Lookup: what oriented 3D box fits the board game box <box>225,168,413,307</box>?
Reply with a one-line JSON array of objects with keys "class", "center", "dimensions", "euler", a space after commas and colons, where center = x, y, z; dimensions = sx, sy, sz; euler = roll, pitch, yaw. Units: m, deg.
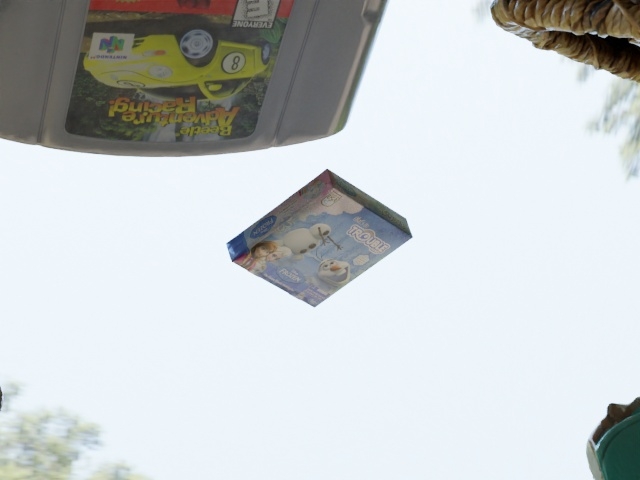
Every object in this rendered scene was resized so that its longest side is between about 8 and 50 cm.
[{"class": "board game box", "center": [0.000, 0.000, 1.238], "dimensions": [0.090, 0.090, 0.020], "euler": [-37, -131, 21]}]

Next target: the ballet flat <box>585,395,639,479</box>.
[{"class": "ballet flat", "center": [0.367, 0.158, 1.145], "dimensions": [0.408, 0.147, 0.147], "euler": [1, -98, 6]}]

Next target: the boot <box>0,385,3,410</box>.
[{"class": "boot", "center": [-0.354, 0.148, 1.218], "dimensions": [0.283, 0.220, 0.109], "euler": [-46, -127, -3]}]

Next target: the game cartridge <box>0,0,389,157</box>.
[{"class": "game cartridge", "center": [-0.101, -0.141, 1.286], "dimensions": [0.294, 0.196, 0.060], "euler": [-1, -129, -18]}]

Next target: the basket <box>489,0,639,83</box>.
[{"class": "basket", "center": [0.222, -0.128, 1.020], "dimensions": [0.213, 0.299, 0.223], "euler": [-25, -110, 32]}]
